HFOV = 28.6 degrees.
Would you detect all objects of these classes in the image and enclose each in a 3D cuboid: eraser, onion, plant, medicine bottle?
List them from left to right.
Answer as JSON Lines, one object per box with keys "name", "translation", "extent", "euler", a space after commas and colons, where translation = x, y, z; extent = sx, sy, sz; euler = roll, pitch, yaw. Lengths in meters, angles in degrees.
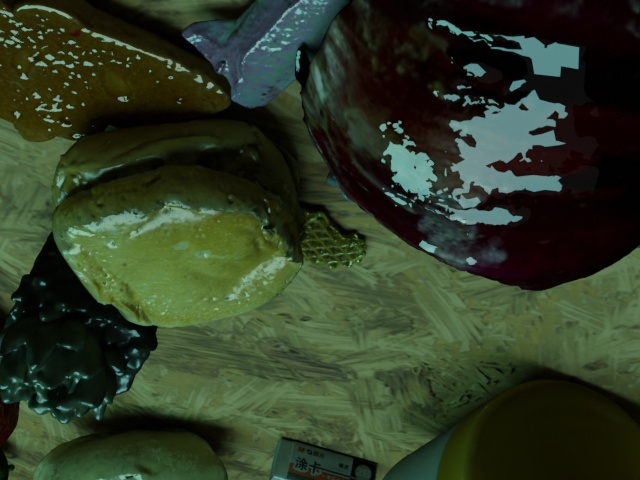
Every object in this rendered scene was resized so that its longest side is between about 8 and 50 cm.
{"name": "plant", "translation": [-0.209, 0.074, 1.106], "extent": [0.129, 0.194, 0.132], "euler": [24, 145, -8]}
{"name": "eraser", "translation": [0.004, 0.273, 1.468], "extent": [0.122, 0.052, 0.029], "euler": [16, 147, -7]}
{"name": "medicine bottle", "translation": [0.195, 0.285, 1.251], "extent": [0.238, 0.238, 0.232], "euler": [21, 148, -14]}
{"name": "onion", "translation": [0.147, -0.076, 0.775], "extent": [0.314, 0.146, 0.280], "euler": [8, 150, -9]}

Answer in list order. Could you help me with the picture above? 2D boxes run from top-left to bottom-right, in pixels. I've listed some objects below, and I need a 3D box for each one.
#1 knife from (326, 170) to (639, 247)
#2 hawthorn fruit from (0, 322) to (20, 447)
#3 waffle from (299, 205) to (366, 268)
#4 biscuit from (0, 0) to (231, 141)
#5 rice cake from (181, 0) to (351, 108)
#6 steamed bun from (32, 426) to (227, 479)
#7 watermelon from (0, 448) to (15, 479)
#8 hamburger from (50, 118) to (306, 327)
{"name": "knife", "translation": [0.143, -0.029, 0.963], "extent": [0.278, 0.053, 0.123], "euler": [14, 153, -1]}
{"name": "hawthorn fruit", "translation": [-0.392, 0.160, 1.342], "extent": [0.173, 0.179, 0.173], "euler": [29, -175, -3]}
{"name": "waffle", "translation": [0.000, 0.001, 1.088], "extent": [0.085, 0.016, 0.078], "euler": [27, 149, -20]}
{"name": "biscuit", "translation": [-0.201, -0.133, 0.929], "extent": [0.280, 0.043, 0.183], "euler": [5, 151, 4]}
{"name": "rice cake", "translation": [0.003, -0.174, 0.785], "extent": [0.081, 0.051, 0.290], "euler": [25, 145, -21]}
{"name": "steamed bun", "translation": [-0.232, 0.277, 1.505], "extent": [0.212, 0.110, 0.231], "euler": [8, 149, -26]}
{"name": "watermelon", "translation": [-0.450, 0.303, 1.632], "extent": [0.109, 0.109, 0.109], "euler": [9, 147, 6]}
{"name": "hamburger", "translation": [-0.110, -0.011, 0.993], "extent": [0.214, 0.108, 0.214], "euler": [-3, 156, -1]}
